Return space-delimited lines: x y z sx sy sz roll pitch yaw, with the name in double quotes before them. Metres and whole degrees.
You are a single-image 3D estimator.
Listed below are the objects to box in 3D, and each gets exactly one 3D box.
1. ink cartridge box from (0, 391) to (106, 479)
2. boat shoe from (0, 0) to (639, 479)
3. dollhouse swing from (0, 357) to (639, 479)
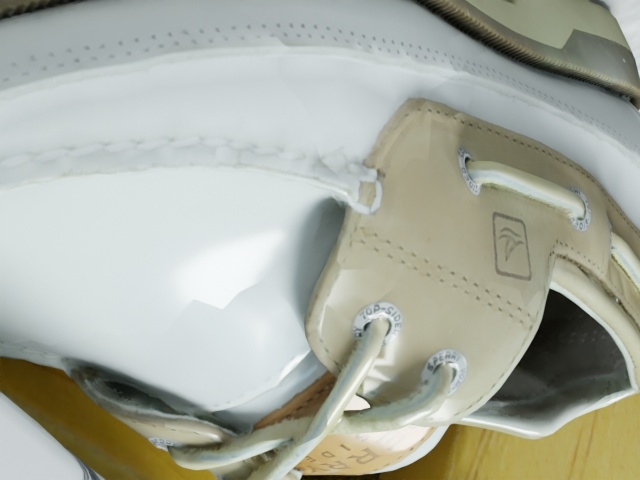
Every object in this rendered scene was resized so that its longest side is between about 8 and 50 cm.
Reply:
"ink cartridge box" -0.130 0.105 0.370 0.198 0.115 0.273 -6 153 16
"boat shoe" 0.000 0.000 0.414 0.113 0.103 0.302 -26 167 35
"dollhouse swing" -0.104 0.051 0.637 0.347 0.305 0.315 -25 -151 34
